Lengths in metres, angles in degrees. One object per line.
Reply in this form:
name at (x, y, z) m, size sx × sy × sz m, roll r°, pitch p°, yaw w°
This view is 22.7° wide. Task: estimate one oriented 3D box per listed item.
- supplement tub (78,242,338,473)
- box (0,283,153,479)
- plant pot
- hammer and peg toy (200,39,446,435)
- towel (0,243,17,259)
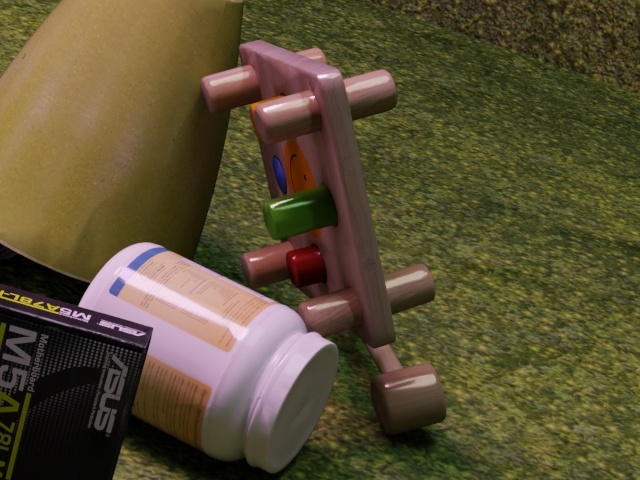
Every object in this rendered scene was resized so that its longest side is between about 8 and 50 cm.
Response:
supplement tub at (-0.100, 0.101, 1.363) m, size 0.200 × 0.144 × 0.144 m, roll 25°, pitch 23°, yaw 18°
box at (-0.232, 0.127, 1.146) m, size 0.184 × 0.190 × 0.045 m, roll 18°, pitch 20°, yaw -1°
plant pot at (-0.201, -0.141, 1.601) m, size 0.275 × 0.293 × 0.275 m, roll 25°, pitch 14°, yaw -7°
hammer and peg toy at (0.000, 0.000, 1.489) m, size 0.127 × 0.361 × 0.266 m, roll -17°, pitch 19°, yaw -15°
towel at (-0.495, -0.075, 1.638) m, size 0.271 × 0.040 × 0.370 m, roll -1°, pitch 27°, yaw -38°
